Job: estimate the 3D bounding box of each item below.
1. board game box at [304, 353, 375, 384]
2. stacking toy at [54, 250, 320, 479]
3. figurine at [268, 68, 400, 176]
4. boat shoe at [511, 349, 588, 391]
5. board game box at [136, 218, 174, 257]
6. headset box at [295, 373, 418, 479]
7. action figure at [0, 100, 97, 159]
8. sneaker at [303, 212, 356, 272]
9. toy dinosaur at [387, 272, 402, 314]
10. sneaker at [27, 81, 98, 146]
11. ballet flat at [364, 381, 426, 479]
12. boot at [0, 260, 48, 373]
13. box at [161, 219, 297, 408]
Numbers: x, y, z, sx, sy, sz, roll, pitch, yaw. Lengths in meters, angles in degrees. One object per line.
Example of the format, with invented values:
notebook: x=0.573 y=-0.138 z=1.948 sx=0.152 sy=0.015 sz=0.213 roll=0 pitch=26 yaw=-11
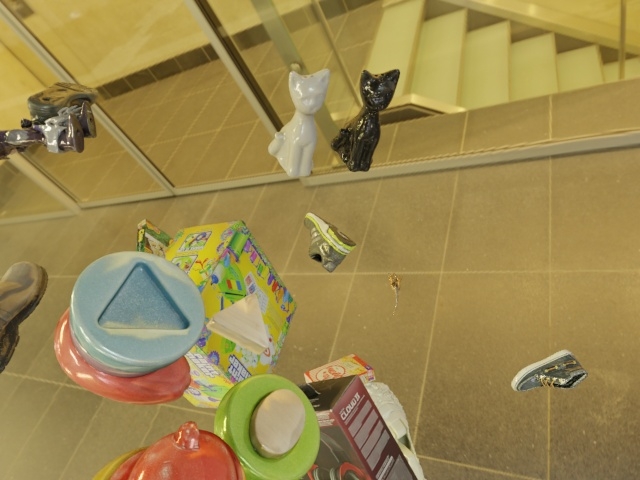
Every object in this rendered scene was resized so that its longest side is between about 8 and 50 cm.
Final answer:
board game box: x=0.061 y=0.451 z=1.498 sx=0.193 sy=0.045 sz=0.146 roll=-17 pitch=12 yaw=-20
stacking toy: x=-0.109 y=0.142 z=0.476 sx=0.130 sy=0.279 sz=0.309 roll=-47 pitch=59 yaw=35
figurine: x=0.023 y=-0.223 z=0.827 sx=0.214 sy=0.209 sz=0.092 roll=-8 pitch=58 yaw=-20
boat shoe: x=0.608 y=0.368 z=1.205 sx=0.183 sy=0.065 sz=0.083 roll=-33 pitch=31 yaw=8
board game box: x=-0.332 y=0.067 z=1.086 sx=0.030 sy=0.260 sz=0.136 roll=-34 pitch=45 yaw=10
headset box: x=0.025 y=0.402 z=0.889 sx=0.218 sy=0.293 sz=0.110 roll=-24 pitch=8 yaw=39
action figure: x=-0.622 y=-0.216 z=0.935 sx=0.285 sy=0.099 sz=0.185 roll=-8 pitch=19 yaw=1
sneaker: x=0.000 y=0.000 z=1.433 sx=0.121 sy=0.111 sz=0.300 roll=-56 pitch=25 yaw=6
toy dinosaur: x=0.334 y=0.208 z=1.994 sx=0.064 sy=0.112 sz=0.211 roll=-6 pitch=40 yaw=7
sneaker: x=-0.603 y=-0.294 z=1.068 sx=0.087 sy=0.130 sz=0.227 roll=16 pitch=32 yaw=-9
ballet flat: x=0.247 y=0.639 z=1.427 sx=0.147 sy=0.147 sz=0.409 roll=-22 pitch=84 yaw=14
boot: x=-0.665 y=0.097 z=0.848 sx=0.118 sy=0.223 sz=0.338 roll=-36 pitch=35 yaw=6
box: x=-0.217 y=0.161 z=0.962 sx=0.177 sy=0.290 sz=0.279 roll=-6 pitch=41 yaw=25
